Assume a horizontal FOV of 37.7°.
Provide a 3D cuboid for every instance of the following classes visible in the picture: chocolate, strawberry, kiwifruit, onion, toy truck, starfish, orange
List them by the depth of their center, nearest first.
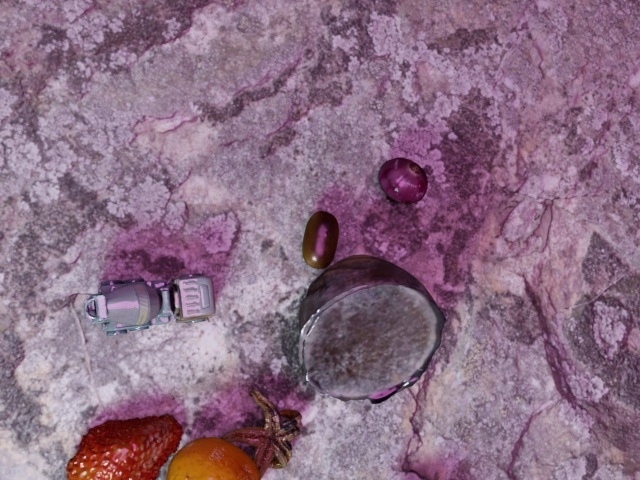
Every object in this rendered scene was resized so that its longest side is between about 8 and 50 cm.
[{"bbox_3d":[-0.377,0.420,1.796,0.175,0.107,0.236,36,75,-11],"label":"strawberry"},{"bbox_3d":[-0.203,0.468,1.806,0.193,0.193,0.161,45,52,-8],"label":"orange"},{"bbox_3d":[-0.329,0.122,1.821,0.257,0.140,0.107,-5,86,-17],"label":"toy truck"},{"bbox_3d":[-0.123,0.407,1.895,0.146,0.074,0.189,24,80,-19],"label":"starfish"},{"bbox_3d":[0.079,0.153,1.907,0.303,0.213,0.303,-7,123,-10],"label":"chocolate"},{"bbox_3d":[0.000,0.000,1.969,0.075,0.075,0.124,9,79,-16],"label":"kiwifruit"},{"bbox_3d":[0.177,-0.125,2.028,0.115,0.115,0.104,25,122,-13],"label":"onion"}]
